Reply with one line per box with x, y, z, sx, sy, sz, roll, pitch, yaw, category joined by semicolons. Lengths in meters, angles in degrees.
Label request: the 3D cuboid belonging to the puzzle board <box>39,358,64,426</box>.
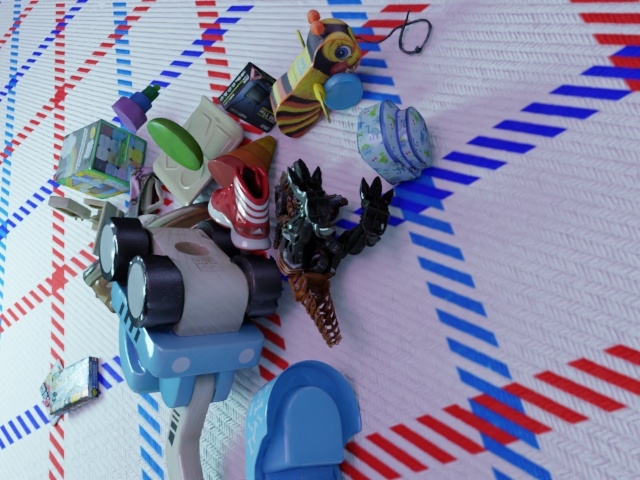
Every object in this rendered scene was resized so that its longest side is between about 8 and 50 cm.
-0.626;0.357;1.293;0.128;0.011;0.096;42;102;39;puzzle board

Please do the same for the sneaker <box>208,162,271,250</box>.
-0.130;-0.080;0.934;0.221;0.087;0.128;40;126;51;sneaker

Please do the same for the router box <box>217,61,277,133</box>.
-0.115;-0.262;1.018;0.092;0.122;0.038;-43;57;20;router box

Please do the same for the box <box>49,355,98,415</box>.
-0.551;0.326;1.223;0.137;0.027;0.094;-26;59;23;box

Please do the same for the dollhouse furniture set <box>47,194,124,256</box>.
-0.554;-0.025;1.280;0.151;0.144;0.123;8;78;4;dollhouse furniture set

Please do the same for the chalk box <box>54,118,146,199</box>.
-0.511;-0.195;1.313;0.213;0.132;0.132;-8;69;36;chalk box

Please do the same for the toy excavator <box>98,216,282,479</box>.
-0.215;0.229;0.893;0.433;0.222;0.445;37;119;47;toy excavator

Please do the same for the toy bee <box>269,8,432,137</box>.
0.005;-0.306;0.912;0.298;0.162;0.195;-51;49;14;toy bee

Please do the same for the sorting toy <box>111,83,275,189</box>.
-0.228;-0.209;1.057;0.365;0.127;0.126;31;69;16;sorting toy

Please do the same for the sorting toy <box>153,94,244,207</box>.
-0.258;-0.185;1.159;0.208;0.038;0.193;-54;50;8;sorting toy

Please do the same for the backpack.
0.109;-0.149;0.801;0.084;0.114;0.105;-16;64;35;backpack

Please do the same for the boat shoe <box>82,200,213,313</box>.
-0.323;0.038;1.100;0.324;0.122;0.120;-31;85;17;boat shoe

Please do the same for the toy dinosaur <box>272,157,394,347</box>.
0.000;0.000;0.844;0.322;0.164;0.218;60;139;21;toy dinosaur

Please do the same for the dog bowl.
-0.023;0.314;0.724;0.074;0.166;0.297;-27;59;43;dog bowl

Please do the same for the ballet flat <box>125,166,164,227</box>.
-0.385;-0.067;1.211;0.079;0.077;0.221;-9;68;16;ballet flat
